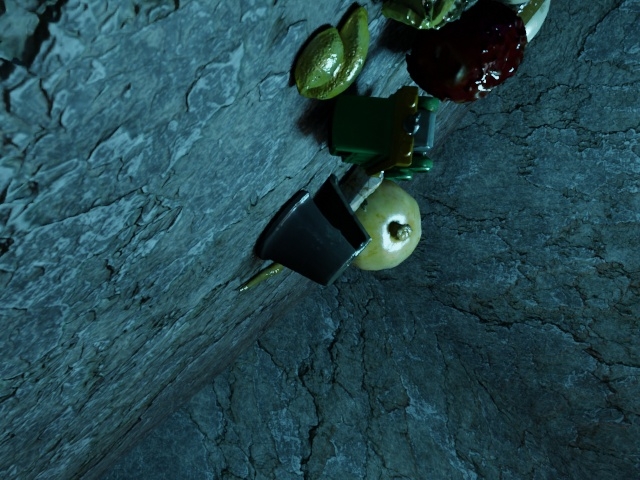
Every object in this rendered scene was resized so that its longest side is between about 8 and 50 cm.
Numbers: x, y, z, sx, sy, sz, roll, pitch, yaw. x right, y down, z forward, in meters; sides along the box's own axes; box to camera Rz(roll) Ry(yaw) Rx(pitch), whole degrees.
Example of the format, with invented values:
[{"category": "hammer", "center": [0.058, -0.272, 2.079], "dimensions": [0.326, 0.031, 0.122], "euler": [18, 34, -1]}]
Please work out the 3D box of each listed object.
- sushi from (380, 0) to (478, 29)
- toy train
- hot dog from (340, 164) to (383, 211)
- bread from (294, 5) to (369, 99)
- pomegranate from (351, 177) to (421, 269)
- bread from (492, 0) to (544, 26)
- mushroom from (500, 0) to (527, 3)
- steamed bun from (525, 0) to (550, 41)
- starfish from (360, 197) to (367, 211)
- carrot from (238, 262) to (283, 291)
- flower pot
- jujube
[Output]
[{"category": "sushi", "center": [0.221, -0.493, 0.816], "dimensions": [0.291, 0.139, 0.131], "euler": [-44, 150, -23]}, {"category": "toy train", "center": [0.136, -0.251, 1.044], "dimensions": [0.429, 0.250, 0.177], "euler": [-133, -132, -85]}, {"category": "hot dog", "center": [0.130, -0.186, 1.574], "dimensions": [0.252, 0.131, 0.069], "euler": [-51, 141, 6]}, {"category": "bread", "center": [0.031, -0.330, 0.764], "dimensions": [0.187, 0.065, 0.149], "euler": [-48, 166, 13]}, {"category": "pomegranate", "center": [0.238, -0.065, 1.799], "dimensions": [0.411, 0.411, 0.411], "euler": [-46, 170, -10]}, {"category": "bread", "center": [0.490, -0.626, 1.223], "dimensions": [0.113, 0.165, 0.416], "euler": [-6, 141, -43]}, {"category": "mushroom", "center": [0.441, -0.641, 0.963], "dimensions": [0.209, 0.206, 0.206], "euler": [-29, 170, 0]}, {"category": "steamed bun", "center": [0.580, -0.708, 1.319], "dimensions": [0.232, 0.145, 0.231], "euler": [-165, -90, -74]}, {"category": "starfish", "center": [0.124, -0.167, 1.640], "dimensions": [0.053, 0.176, 0.207], "euler": [54, 50, -48]}, {"category": "carrot", "center": [-0.223, 0.139, 1.608], "dimensions": [0.254, 0.049, 0.049], "euler": [-31, 161, -52]}, {"category": "flower pot", "center": [0.000, 0.000, 1.419], "dimensions": [0.379, 0.251, 0.379], "euler": [-47, 172, -8]}, {"category": "jujube", "center": [0.350, -0.455, 1.020], "dimensions": [0.376, 0.259, 0.258], "euler": [-52, 176, -42]}]
